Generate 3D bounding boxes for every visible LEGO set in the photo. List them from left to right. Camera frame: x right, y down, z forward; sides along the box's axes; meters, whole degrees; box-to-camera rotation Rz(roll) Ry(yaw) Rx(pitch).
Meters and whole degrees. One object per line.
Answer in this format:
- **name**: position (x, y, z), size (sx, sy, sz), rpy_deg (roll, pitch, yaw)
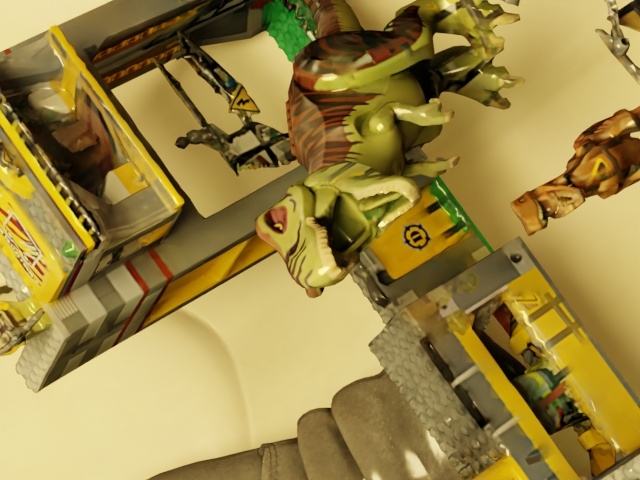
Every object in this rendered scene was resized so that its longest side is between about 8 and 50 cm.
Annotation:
- **LEGO set**: position (0.000, 0.000, 0.545), size (0.192, 0.255, 0.331), rpy_deg (-31, 87, -30)

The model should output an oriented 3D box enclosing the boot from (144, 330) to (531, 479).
- **boot**: position (0.047, 0.213, 0.713), size (0.223, 0.118, 0.338), rpy_deg (-25, 105, 4)
